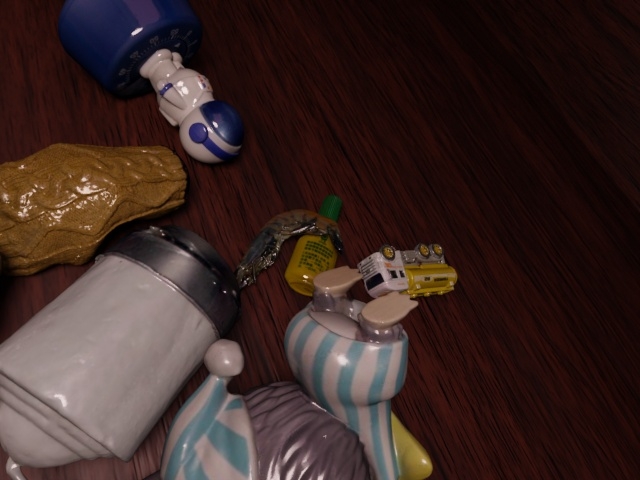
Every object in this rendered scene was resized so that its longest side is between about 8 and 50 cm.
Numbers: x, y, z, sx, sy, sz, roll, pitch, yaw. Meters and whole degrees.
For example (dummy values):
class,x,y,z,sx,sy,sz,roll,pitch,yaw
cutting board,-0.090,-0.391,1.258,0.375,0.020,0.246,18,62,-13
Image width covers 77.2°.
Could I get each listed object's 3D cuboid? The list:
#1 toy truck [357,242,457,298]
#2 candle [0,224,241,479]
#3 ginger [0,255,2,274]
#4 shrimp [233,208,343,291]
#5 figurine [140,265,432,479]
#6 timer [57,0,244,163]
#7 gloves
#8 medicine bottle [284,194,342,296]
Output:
class,x,y,z,sx,sy,sz,roll,pitch,yaw
toy truck,0.203,0.074,0.911,0.227,0.098,0.114,-1,66,-29
candle,-0.276,0.149,0.538,0.221,0.221,0.342,37,51,-1
ginger,-0.512,0.143,0.448,0.256,0.176,0.375,11,58,-6
shrimp,-0.062,0.027,0.781,0.198,0.051,0.262,10,46,31
figurine,-0.072,0.254,0.480,0.378,0.361,0.266,-13,24,-38
timer,-0.304,-0.331,0.849,0.383,0.270,0.270,52,50,-8
gloves,-0.398,-0.077,0.664,0.356,0.155,0.203,-32,65,-31
medicine bottle,0.000,0.000,0.876,0.095,0.064,0.260,23,52,-6
